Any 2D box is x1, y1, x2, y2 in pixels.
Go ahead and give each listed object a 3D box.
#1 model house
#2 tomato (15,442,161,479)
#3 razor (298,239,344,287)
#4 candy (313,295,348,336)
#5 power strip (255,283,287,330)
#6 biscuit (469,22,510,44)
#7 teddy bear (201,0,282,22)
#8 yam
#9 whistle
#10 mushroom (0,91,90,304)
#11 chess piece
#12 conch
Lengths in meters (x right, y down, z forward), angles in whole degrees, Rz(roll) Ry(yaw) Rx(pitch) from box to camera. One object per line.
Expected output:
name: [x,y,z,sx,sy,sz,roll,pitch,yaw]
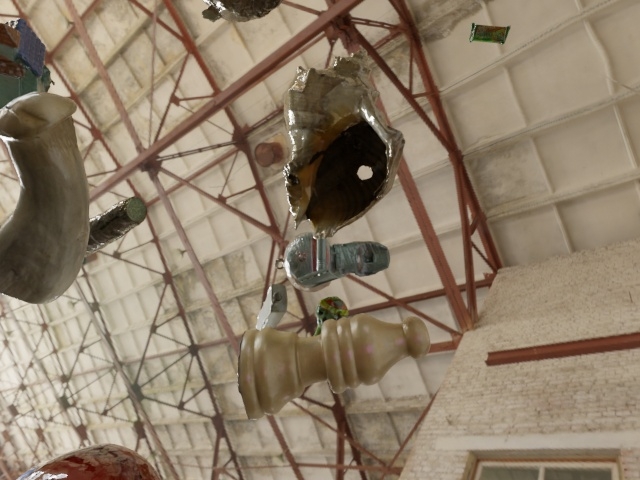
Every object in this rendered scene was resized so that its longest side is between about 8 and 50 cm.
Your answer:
model house: [-0.462,-0.267,0.615,0.148,0.148,0.120,-42,-133,45]
tomato: [-0.286,0.345,0.510,0.208,0.208,0.185,13,-82,27]
razor: [0.000,0.000,1.130,0.106,0.068,0.232,-24,-123,40]
candy: [-0.014,0.299,1.239,0.091,0.083,0.306,26,-85,-3]
power strip: [-0.146,0.213,1.252,0.048,0.080,0.286,8,-31,-15]
biscuit: [0.399,-0.489,1.028,0.089,0.016,0.046,12,-86,13]
teddy bear: [-0.137,-0.419,0.673,0.177,0.190,0.140,21,-55,-26]
yam: [-0.398,-0.007,0.749,0.274,0.061,0.061,-20,-82,28]
whistle: [0.034,0.056,1.282,0.347,0.189,0.189,-5,-71,3]
mushroom: [-0.285,-0.039,0.448,0.092,0.081,0.223,17,-67,-10]
chess piece: [0.028,0.191,0.713,0.307,0.139,0.124,-11,-75,4]
conch: [0.047,-0.159,0.764,0.263,0.186,0.324,39,-47,44]
